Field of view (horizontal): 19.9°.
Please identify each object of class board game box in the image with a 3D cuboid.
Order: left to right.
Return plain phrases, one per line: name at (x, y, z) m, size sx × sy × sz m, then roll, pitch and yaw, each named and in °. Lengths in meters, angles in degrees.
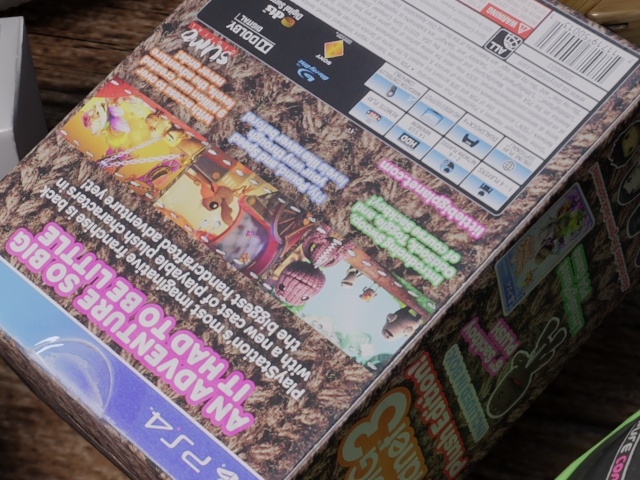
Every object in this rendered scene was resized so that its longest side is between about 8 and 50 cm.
board game box at (0.000, 0.000, 0.897) m, size 0.291 × 0.141 × 0.232 m, roll -46°, pitch 57°, yaw -12°

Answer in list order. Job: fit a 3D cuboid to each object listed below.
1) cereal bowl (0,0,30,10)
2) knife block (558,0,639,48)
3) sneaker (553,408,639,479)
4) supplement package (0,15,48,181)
cereal bowl at (-0.255, -0.254, 1.221) m, size 0.339 × 0.141 × 0.339 m, roll -2°, pitch 45°, yaw 2°
knife block at (0.120, -0.141, 1.121) m, size 0.242 × 0.088 × 0.276 m, roll -6°, pitch 46°, yaw -2°
sneaker at (0.234, 0.210, 0.649) m, size 0.185 × 0.202 × 0.483 m, roll 10°, pitch 31°, yaw -38°
supplement package at (-0.251, -0.051, 1.045) m, size 0.179 × 0.105 × 0.105 m, roll -5°, pitch 45°, yaw -1°
